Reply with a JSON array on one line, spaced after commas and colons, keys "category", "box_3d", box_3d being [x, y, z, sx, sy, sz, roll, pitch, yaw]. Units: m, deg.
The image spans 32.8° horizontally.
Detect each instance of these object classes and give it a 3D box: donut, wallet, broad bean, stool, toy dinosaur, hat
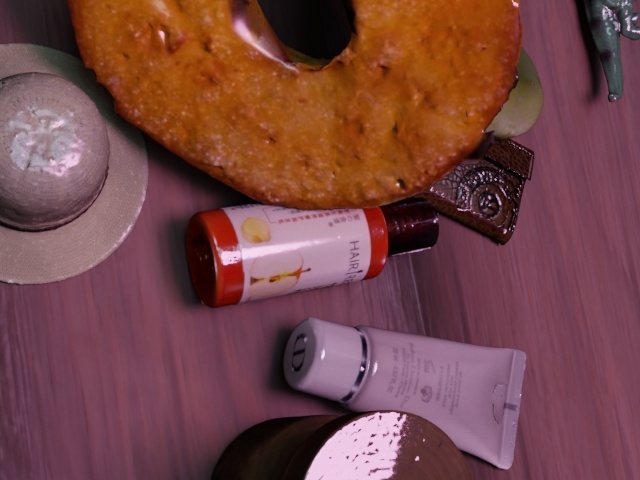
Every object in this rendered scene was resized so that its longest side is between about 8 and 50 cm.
[{"category": "donut", "box_3d": [-0.007, -0.222, 1.097, 0.163, 0.435, 0.377, -71, 145, -58]}, {"category": "wallet", "box_3d": [0.143, -0.103, 1.303, 0.243, 0.039, 0.133, 26, 68, -18]}, {"category": "broad bean", "box_3d": [0.181, -0.200, 1.291, 0.228, 0.100, 0.169, -5, 71, -37]}, {"category": "stool", "box_3d": [0.012, 0.258, 1.058, 0.179, 0.264, 0.179, 4, 79, -23]}, {"category": "toy dinosaur", "box_3d": [0.398, -0.312, 1.428, 0.120, 0.079, 0.292, -1, 78, -17]}, {"category": "hat", "box_3d": [-0.281, -0.092, 1.075, 0.257, 0.130, 0.257, 4, 78, -21]}]

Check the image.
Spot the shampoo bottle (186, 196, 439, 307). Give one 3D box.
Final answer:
[{"category": "shampoo bottle", "box_3d": [0.000, 0.000, 1.188, 0.278, 0.104, 0.104, -10, 84, -24]}]

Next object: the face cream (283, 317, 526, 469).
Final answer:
[{"category": "face cream", "box_3d": [0.109, 0.160, 1.220, 0.314, 0.089, 0.143, 18, 73, -27]}]
